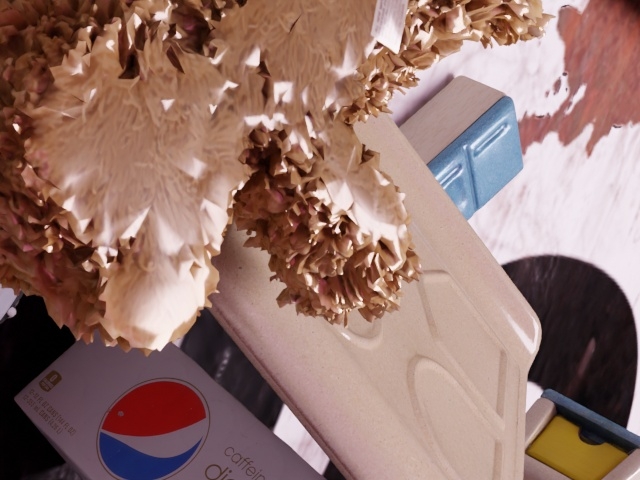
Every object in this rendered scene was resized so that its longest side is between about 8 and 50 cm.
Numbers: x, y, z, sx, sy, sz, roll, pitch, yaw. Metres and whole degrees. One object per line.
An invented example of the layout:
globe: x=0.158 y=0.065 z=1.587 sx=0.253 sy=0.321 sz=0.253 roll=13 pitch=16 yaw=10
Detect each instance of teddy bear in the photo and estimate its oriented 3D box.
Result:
teddy bear: x=-0.030 y=-0.090 z=0.692 sx=0.245 sy=0.113 sz=0.338 roll=50 pitch=54 yaw=-32

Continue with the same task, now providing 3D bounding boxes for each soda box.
soda box: x=-0.042 y=0.120 z=0.809 sx=0.074 sy=0.216 sz=0.069 roll=-43 pitch=143 yaw=-12

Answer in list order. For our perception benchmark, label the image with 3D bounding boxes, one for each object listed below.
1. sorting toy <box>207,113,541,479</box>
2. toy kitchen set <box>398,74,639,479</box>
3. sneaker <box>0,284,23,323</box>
sorting toy: x=0.000 y=0.000 z=0.832 sx=0.307 sy=0.041 sz=0.229 roll=52 pitch=26 yaw=-17
toy kitchen set: x=0.116 y=0.043 z=1.008 sx=0.122 sy=0.166 sz=0.207 roll=-43 pitch=140 yaw=-26
sneaker: x=-0.166 y=0.043 z=0.739 sx=0.229 sy=0.086 sz=0.132 roll=-42 pitch=145 yaw=-12
